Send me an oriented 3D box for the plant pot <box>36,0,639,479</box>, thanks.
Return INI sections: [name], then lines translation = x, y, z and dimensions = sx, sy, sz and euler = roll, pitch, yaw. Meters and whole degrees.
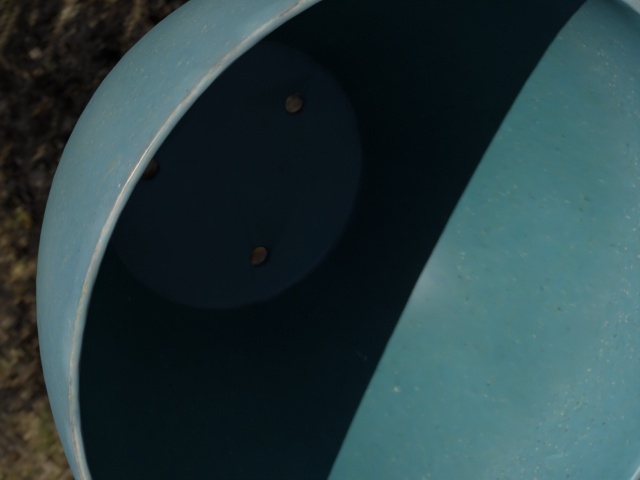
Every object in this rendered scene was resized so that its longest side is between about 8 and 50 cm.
[plant pot]
translation = 0.000, 0.000, 0.635
dimensions = 0.195, 0.290, 0.290
euler = 37, 148, 55
